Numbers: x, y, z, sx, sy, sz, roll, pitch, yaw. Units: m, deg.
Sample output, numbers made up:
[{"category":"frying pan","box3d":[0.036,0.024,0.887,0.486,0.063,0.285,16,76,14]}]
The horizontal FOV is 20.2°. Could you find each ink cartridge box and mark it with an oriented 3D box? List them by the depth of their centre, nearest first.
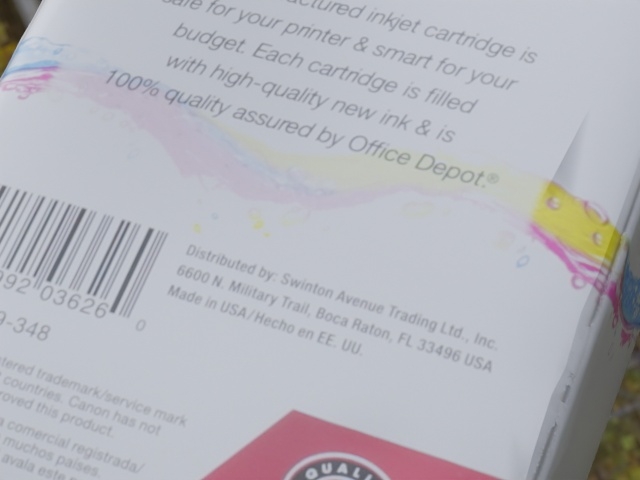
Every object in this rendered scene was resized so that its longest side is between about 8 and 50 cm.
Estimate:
[{"category":"ink cartridge box","box3d":[0.000,0.000,0.627,0.131,0.226,0.306,75,-144,-60]}]
